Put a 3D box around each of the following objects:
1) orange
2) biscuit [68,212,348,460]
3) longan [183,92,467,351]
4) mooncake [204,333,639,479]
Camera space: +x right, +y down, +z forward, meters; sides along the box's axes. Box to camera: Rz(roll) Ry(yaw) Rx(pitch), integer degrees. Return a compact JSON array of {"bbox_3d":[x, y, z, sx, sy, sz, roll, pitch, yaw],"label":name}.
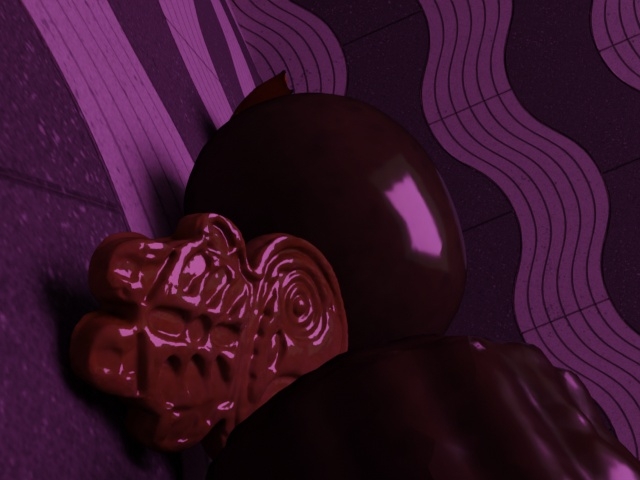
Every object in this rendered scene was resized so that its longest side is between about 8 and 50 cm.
[{"bbox_3d":[-0.061,-0.179,1.316,0.310,0.274,0.274,-29,-97,60],"label":"orange"},{"bbox_3d":[-0.061,0.079,0.531,0.289,0.044,0.201,35,64,-52],"label":"biscuit"},{"bbox_3d":[0.000,0.000,0.816,0.361,0.361,0.360,-23,90,-85],"label":"longan"},{"bbox_3d":[0.071,0.214,0.461,0.187,0.324,0.324,-113,177,-48],"label":"mooncake"}]
